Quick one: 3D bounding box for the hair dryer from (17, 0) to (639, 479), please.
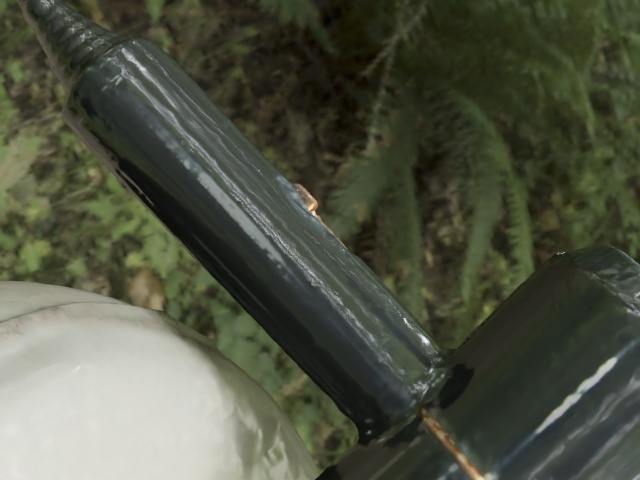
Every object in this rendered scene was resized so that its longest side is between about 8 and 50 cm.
[{"bbox_3d":[0.000,0.000,0.608,0.352,0.189,0.107,47,1,4],"label":"hair dryer"}]

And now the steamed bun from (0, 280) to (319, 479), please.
[{"bbox_3d":[-0.159,0.204,0.626,0.374,0.241,0.374,21,65,-55],"label":"steamed bun"}]
